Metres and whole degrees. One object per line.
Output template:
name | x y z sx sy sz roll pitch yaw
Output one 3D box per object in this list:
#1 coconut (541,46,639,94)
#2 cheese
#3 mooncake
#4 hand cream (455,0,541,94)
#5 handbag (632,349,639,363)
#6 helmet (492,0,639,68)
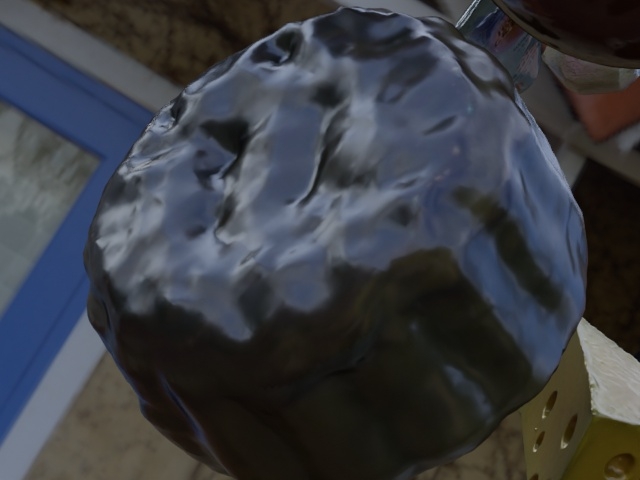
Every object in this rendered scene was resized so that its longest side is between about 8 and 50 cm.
coconut | 0.338 -0.234 1.667 0.124 0.110 0.110 4 -23 20
cheese | 0.182 0.123 0.898 0.126 0.093 0.171 16 20 -21
mooncake | 0.000 0.000 0.780 0.290 0.290 0.161 18 -25 40
hand cream | 0.186 -0.210 1.348 0.078 0.124 0.340 40 0 10
handbag | 0.347 0.274 1.399 0.122 0.303 0.329 19 -40 -19
helmet | 0.260 -0.244 0.999 0.230 0.385 0.337 60 -22 -10
